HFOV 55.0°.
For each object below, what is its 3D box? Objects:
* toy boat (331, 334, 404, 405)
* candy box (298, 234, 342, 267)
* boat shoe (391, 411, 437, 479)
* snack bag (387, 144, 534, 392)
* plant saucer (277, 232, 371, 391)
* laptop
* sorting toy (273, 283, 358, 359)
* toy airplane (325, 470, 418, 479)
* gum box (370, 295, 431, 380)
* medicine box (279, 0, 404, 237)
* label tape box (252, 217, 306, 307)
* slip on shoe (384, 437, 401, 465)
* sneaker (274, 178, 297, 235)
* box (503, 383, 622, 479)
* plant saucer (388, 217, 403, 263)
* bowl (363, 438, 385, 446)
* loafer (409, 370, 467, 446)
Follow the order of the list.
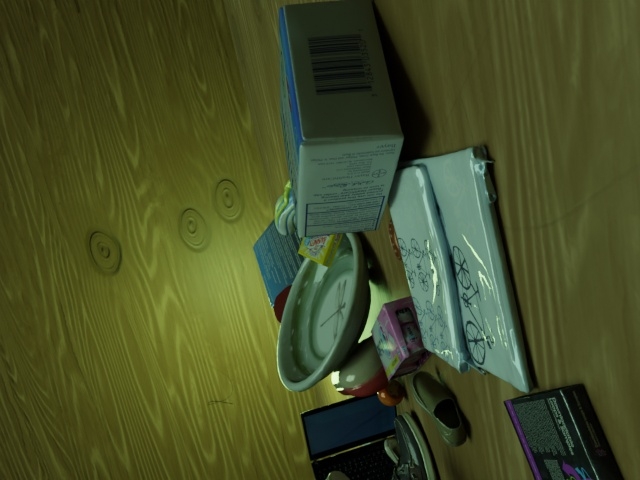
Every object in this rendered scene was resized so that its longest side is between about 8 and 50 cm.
[{"bbox_3d":[0.124,0.306,1.370,0.151,0.151,0.231,43,166,5],"label":"toy boat"},{"bbox_3d":[0.000,0.000,1.487,0.105,0.027,0.206,-71,19,0],"label":"candy box"},{"bbox_3d":[0.197,0.515,1.305,0.103,0.092,0.285,112,144,-78],"label":"boat shoe"},{"bbox_3d":[0.181,0.038,0.877,0.342,0.037,0.323,-163,59,-78],"label":"snack bag"},{"bbox_3d":[0.024,0.166,1.446,0.400,0.100,0.401,-52,25,38],"label":"plant saucer"},{"bbox_3d":[0.099,0.511,1.434,0.137,0.234,0.264,95,159,-63],"label":"laptop"},{"bbox_3d":[0.030,0.269,1.635,0.365,0.127,0.126,43,176,21],"label":"sorting toy"},{"bbox_3d":[0.171,0.561,1.010,0.386,0.272,0.384,45,175,-1],"label":"toy airplane"},{"bbox_3d":[0.152,0.186,1.164,0.188,0.062,0.107,97,156,-65],"label":"gum box"},{"bbox_3d":[0.020,-0.186,1.003,0.289,0.149,0.264,97,165,-64],"label":"medicine box"},{"bbox_3d":[-0.042,0.003,1.725,0.334,0.105,0.241,-50,44,30],"label":"label tape box"},{"bbox_3d":[0.196,0.498,1.402,0.135,0.041,0.051,55,-159,-20],"label":"slip on shoe"},{"bbox_3d":[-0.043,-0.097,1.584,0.126,0.091,0.240,48,128,45],"label":"sneaker"},{"bbox_3d":[0.269,0.228,0.693,0.162,0.029,0.116,103,150,-71],"label":"box"},{"bbox_3d":[0.142,-0.001,1.095,0.083,0.013,0.084,166,90,-79],"label":"plant saucer"},{"bbox_3d":[0.159,0.591,1.738,0.142,0.053,0.142,92,161,-55],"label":"bowl"},{"bbox_3d":[0.204,0.279,1.053,0.148,0.056,0.050,54,158,38],"label":"loafer"}]
